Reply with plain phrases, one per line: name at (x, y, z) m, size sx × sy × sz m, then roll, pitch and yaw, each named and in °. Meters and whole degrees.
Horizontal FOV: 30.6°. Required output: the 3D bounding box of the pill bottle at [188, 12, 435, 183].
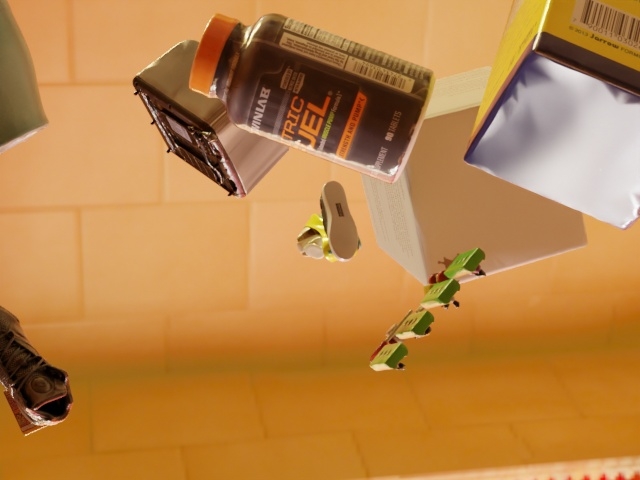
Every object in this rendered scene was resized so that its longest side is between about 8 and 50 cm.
pill bottle at (-0.013, -0.160, 1.241) m, size 0.130 × 0.245 × 0.130 m, roll -160°, pitch -90°, yaw -90°

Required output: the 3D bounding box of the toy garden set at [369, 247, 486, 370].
toy garden set at (0.175, 0.129, 1.946) m, size 0.244 × 0.049 × 0.204 m, roll -49°, pitch -177°, yaw -13°

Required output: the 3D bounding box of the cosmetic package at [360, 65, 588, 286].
cosmetic package at (0.276, -0.136, 2.307) m, size 0.394 × 0.327 × 0.329 m, roll -133°, pitch -151°, yaw -72°

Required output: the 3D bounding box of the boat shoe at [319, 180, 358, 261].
boat shoe at (0.027, -0.026, 1.858) m, size 0.040 × 0.049 × 0.142 m, roll 120°, pitch -35°, yaw -57°

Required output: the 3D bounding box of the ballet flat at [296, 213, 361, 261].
ballet flat at (0.000, 0.000, 2.051) m, size 0.077 × 0.077 × 0.231 m, roll 64°, pitch -13°, yaw -13°

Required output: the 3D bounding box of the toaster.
toaster at (-0.142, -0.159, 1.570) m, size 0.185 × 0.110 × 0.168 m, roll 35°, pitch -17°, yaw 32°

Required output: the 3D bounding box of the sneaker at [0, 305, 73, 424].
sneaker at (-0.431, 0.172, 1.676) m, size 0.227 × 0.087 × 0.130 m, roll 58°, pitch -28°, yaw -13°

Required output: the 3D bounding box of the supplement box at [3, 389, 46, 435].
supplement box at (-0.476, 0.272, 1.934) m, size 0.083 × 0.055 × 0.043 m, roll 66°, pitch 20°, yaw 0°

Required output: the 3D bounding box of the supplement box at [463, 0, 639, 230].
supplement box at (0.309, -0.228, 1.227) m, size 0.194 × 0.195 × 0.357 m, roll 116°, pitch -5°, yaw -58°

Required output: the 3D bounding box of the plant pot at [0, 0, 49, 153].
plant pot at (-0.603, -0.266, 2.005) m, size 0.255 × 0.271 × 0.271 m, roll 61°, pitch -10°, yaw -8°
